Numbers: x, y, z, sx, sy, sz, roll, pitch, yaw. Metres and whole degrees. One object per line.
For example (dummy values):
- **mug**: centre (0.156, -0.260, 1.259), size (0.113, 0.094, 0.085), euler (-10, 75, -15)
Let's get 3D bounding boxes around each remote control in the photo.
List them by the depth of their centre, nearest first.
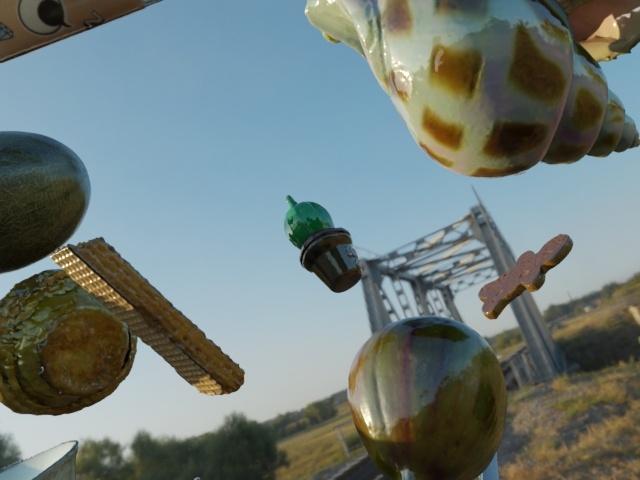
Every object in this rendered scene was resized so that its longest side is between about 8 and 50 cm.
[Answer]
- **remote control**: centre (0.293, 0.438, 1.094), size (0.034, 0.103, 0.250), euler (1, 7, 14)

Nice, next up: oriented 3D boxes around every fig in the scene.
- **fig**: centre (0.085, 0.152, 0.534), size (0.147, 0.142, 0.186), euler (-1, 29, 13)

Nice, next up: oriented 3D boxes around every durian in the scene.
- **durian**: centre (0.306, -0.310, 0.725), size (0.182, 0.138, 0.250), euler (7, -26, -6)

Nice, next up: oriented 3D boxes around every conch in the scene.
- **conch**: centre (0.168, -0.186, 0.683), size (0.197, 0.368, 0.249), euler (-41, 17, 14)

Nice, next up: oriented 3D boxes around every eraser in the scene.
- **eraser**: centre (-0.381, -0.394, 0.930), size (0.290, 0.171, 0.087), euler (-17, 19, 9)

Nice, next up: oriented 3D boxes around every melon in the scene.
- **melon**: centre (-0.546, -0.066, 1.071), size (0.301, 0.238, 0.237), euler (-23, -14, -14)

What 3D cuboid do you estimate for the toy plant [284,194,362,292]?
- **toy plant**: centre (0.000, 0.000, 1.140), size (0.105, 0.201, 0.143), euler (-35, -23, 7)

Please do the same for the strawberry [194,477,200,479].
- **strawberry**: centre (-0.237, 0.566, 1.109), size (0.280, 0.150, 0.253), euler (-16, 24, 49)

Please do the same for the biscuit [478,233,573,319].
- **biscuit**: centre (0.379, 0.064, 1.152), size (0.205, 0.031, 0.138), euler (-45, 8, 19)

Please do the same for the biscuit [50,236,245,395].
- **biscuit**: centre (-0.276, 0.132, 1.040), size (0.094, 0.379, 0.054), euler (-18, 32, 44)

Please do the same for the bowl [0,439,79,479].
- **bowl**: centre (-0.385, 0.364, 0.686), size (0.313, 0.146, 0.313), euler (-26, 2, 1)

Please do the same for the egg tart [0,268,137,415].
- **egg tart**: centre (-0.443, 0.189, 1.126), size (0.123, 0.294, 0.294), euler (7, 7, 40)

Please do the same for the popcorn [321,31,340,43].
- **popcorn**: centre (0.098, -0.633, 1.528), size (0.325, 0.321, 0.290), euler (-16, -16, -49)
